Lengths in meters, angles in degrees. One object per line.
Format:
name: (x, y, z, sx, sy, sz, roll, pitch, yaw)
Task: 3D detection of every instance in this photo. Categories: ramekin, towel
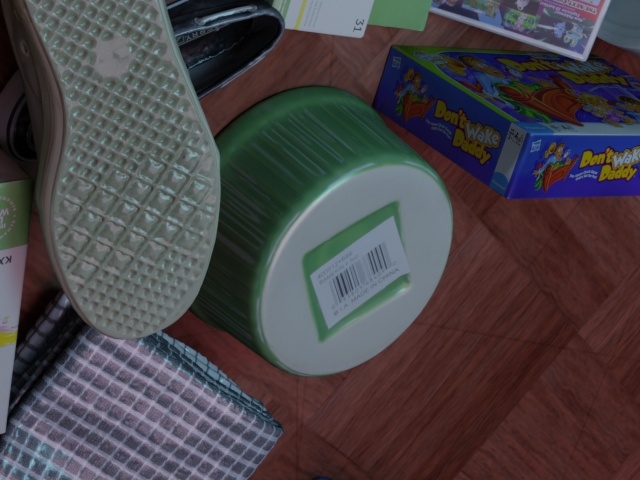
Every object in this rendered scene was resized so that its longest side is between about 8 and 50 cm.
ramekin: (0.000, 0.000, 1.833, 0.303, 0.148, 0.303, -23, 131, -29)
towel: (-0.209, 0.208, 1.754, 0.283, 0.121, 0.235, 36, 95, -30)

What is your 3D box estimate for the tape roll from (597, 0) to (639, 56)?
tape roll: (0.420, -0.315, 1.915, 0.169, 0.246, 0.246, 13, 109, -46)

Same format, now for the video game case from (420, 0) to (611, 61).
video game case: (0.231, -0.309, 1.842, 0.201, 0.023, 0.183, 16, 110, -13)

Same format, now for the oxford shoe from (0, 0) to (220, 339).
oxford shoe: (-0.192, -0.121, 1.505, 0.169, 0.130, 0.449, -17, 118, -14)

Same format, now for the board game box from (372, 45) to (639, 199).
board game box: (0.266, -0.135, 1.913, 0.347, 0.233, 0.078, -3, 120, -41)

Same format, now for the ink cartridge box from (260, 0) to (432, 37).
ink cartridge box: (0.053, -0.294, 1.733, 0.235, 0.056, 0.171, 3, 115, -35)

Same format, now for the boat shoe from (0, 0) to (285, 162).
boat shoe: (-0.168, -0.153, 1.610, 0.301, 0.102, 0.108, -30, 134, -23)

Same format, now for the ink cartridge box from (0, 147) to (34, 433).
ink cartridge box: (-0.394, 0.087, 1.565, 0.207, 0.119, 0.353, -12, 126, -37)

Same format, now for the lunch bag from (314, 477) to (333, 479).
lunch bag: (0.101, 0.416, 2.162, 0.138, 0.221, 0.293, -44, 138, -9)
